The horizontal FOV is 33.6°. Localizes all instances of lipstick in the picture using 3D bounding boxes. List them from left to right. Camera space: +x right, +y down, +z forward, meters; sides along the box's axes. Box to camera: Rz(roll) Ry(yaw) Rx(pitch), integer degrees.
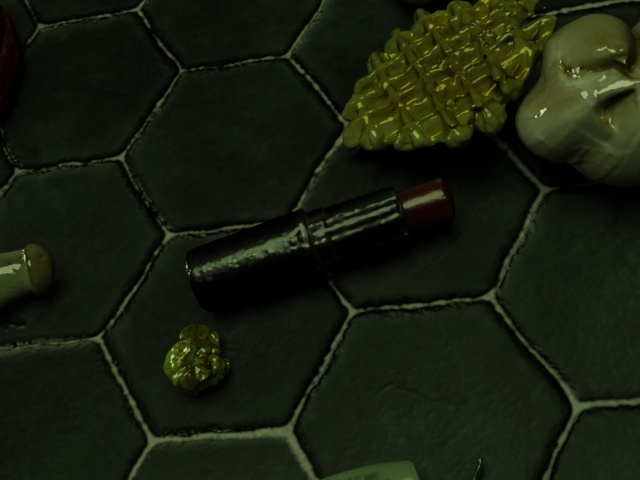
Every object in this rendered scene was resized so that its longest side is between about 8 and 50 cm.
[{"bbox_3d":[0.000,0.000,1.145,0.299,0.081,0.081,-19,56,4],"label":"lipstick"}]

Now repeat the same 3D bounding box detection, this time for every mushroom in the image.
[{"bbox_3d":[-0.431,0.085,1.206,0.270,0.103,0.118,-42,57,-18],"label":"mushroom"}]

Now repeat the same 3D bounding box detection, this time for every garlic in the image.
[{"bbox_3d":[0.339,-0.154,1.080,0.281,0.203,0.185,-15,88,-6],"label":"garlic"}]

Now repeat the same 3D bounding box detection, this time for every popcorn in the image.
[{"bbox_3d":[-0.132,0.123,1.119,0.068,0.059,0.083,4,52,18],"label":"popcorn"}]

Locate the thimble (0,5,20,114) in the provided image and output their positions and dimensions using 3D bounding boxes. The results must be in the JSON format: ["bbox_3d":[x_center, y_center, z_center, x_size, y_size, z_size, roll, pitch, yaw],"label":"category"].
[{"bbox_3d":[-0.583,-0.256,1.386,0.350,0.230,0.350,-8,55,13],"label":"thimble"}]

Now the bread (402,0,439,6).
[{"bbox_3d":[0.205,-0.384,1.331,0.271,0.077,0.139,-24,46,-3],"label":"bread"}]

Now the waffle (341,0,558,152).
[{"bbox_3d":[0.143,-0.195,1.211,0.250,0.056,0.261,2,53,45],"label":"waffle"}]

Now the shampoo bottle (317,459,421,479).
[{"bbox_3d":[-0.004,0.264,0.999,0.212,0.049,0.072,-18,59,3],"label":"shampoo bottle"}]

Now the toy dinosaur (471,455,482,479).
[{"bbox_3d":[0.144,0.260,0.979,0.060,0.029,0.120,15,57,7],"label":"toy dinosaur"}]
